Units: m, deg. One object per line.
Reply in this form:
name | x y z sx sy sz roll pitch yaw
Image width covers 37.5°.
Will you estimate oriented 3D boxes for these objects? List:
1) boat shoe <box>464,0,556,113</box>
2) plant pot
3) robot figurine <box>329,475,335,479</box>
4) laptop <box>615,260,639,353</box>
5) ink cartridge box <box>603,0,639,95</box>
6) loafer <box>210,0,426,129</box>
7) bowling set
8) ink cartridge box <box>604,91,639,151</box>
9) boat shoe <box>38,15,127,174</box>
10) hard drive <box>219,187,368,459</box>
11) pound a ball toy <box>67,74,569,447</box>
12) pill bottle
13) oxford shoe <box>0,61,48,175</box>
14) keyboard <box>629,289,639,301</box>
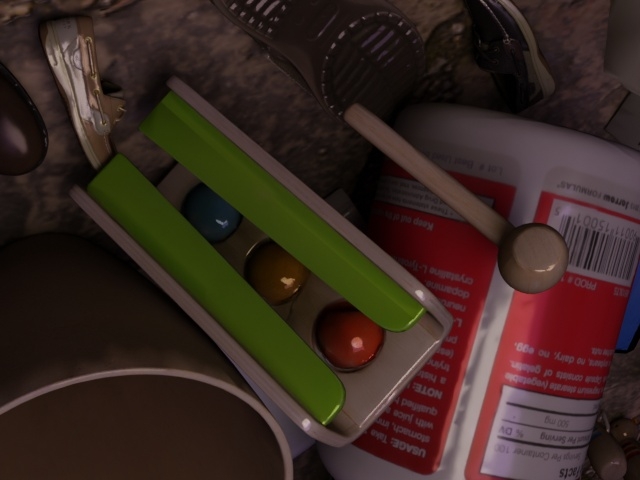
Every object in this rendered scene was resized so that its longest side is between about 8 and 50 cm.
boat shoe | 0.162 -0.168 0.836 0.049 0.056 0.152 -45 129 0
plant pot | -0.186 0.115 0.715 0.256 0.274 0.256 -12 126 -18
robot figurine | 0.085 0.295 1.033 0.209 0.173 0.278 0 121 -22
laptop | 0.326 0.047 0.990 0.136 0.264 0.234 20 109 5
ink cartridge box | 0.329 -0.261 0.501 0.279 0.160 0.385 -16 127 -15
loafer | -0.006 -0.176 0.733 0.102 0.092 0.268 -44 145 8
bowling set | 0.336 0.267 1.174 0.200 0.154 0.287 16 115 -13
ink cartridge box | 0.372 -0.084 0.932 0.109 0.150 0.063 16 117 -33
boat shoe | -0.171 -0.107 0.720 0.045 0.050 0.135 -19 127 -7
hard drive | -0.065 0.135 0.933 0.353 0.047 0.233 -36 129 0
pound a ball toy | 0.000 0.000 0.701 0.208 0.319 0.136 -49 157 -2
pill bottle | 0.127 0.104 0.811 0.229 0.229 0.408 13 93 -32
oxford shoe | -0.275 -0.109 0.642 0.083 0.096 0.227 -43 130 4
keyboard | 0.317 0.030 1.071 0.256 0.014 0.072 8 112 -30
